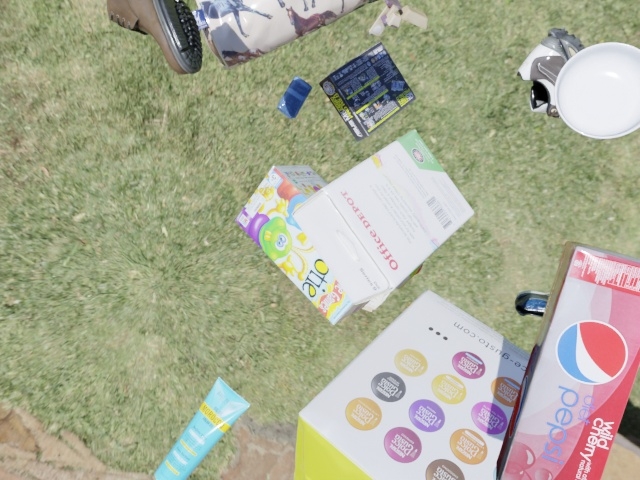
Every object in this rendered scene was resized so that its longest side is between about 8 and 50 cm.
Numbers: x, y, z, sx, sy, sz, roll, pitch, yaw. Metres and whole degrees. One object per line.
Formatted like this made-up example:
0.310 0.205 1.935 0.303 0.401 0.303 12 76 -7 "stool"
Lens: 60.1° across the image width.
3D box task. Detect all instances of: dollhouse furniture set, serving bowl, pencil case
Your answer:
0.157 -0.418 1.103 0.114 0.081 0.090 10 48 -29 "dollhouse furniture set"
0.248 -0.128 0.485 0.084 0.027 0.083 -1 88 17 "serving bowl"
-0.055 -0.503 1.106 0.411 0.159 0.183 -23 128 5 "pencil case"

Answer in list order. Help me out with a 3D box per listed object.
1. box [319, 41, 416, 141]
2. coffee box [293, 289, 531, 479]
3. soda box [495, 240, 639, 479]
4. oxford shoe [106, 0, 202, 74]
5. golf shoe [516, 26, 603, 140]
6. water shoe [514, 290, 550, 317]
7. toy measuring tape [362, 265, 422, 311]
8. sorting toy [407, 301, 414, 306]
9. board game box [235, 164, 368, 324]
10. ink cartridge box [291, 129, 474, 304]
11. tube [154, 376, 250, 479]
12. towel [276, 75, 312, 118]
0.151 -0.462 1.713 0.270 0.060 0.216 -42 103 -32 "box"
0.185 0.361 0.877 0.338 0.338 0.334 33 49 27 "coffee box"
0.250 0.137 0.546 0.084 0.092 0.263 17 99 17 "soda box"
-0.236 -0.310 0.762 0.096 0.083 0.227 -34 77 18 "oxford shoe"
0.347 -0.203 0.789 0.094 0.077 0.198 -39 120 14 "golf shoe"
0.574 0.164 1.331 0.203 0.080 0.072 -2 107 24 "water shoe"
0.242 0.105 1.847 0.122 0.330 0.121 25 36 -20 "toy measuring tape"
0.241 0.161 1.320 0.042 0.102 0.061 56 42 -6 "sorting toy"
0.000 0.000 1.048 0.275 0.144 0.142 45 114 15 "board game box"
0.090 -0.036 0.763 0.212 0.093 0.154 -37 92 -39 "ink cartridge box"
-0.218 0.356 1.008 0.080 0.052 0.207 37 89 14 "tube"
-0.080 -0.439 1.701 0.067 0.029 0.119 32 86 -24 "towel"
